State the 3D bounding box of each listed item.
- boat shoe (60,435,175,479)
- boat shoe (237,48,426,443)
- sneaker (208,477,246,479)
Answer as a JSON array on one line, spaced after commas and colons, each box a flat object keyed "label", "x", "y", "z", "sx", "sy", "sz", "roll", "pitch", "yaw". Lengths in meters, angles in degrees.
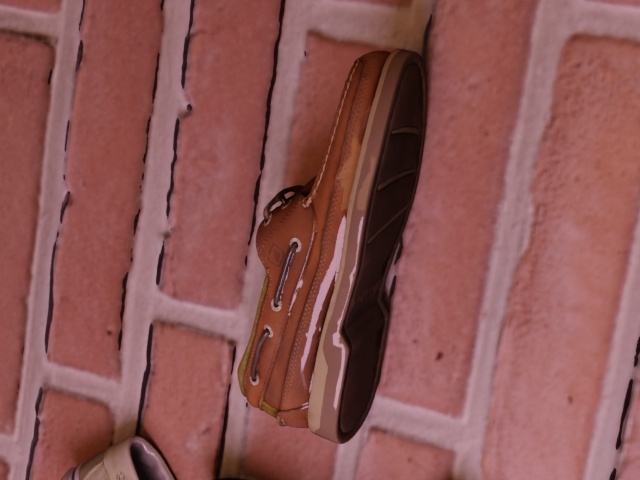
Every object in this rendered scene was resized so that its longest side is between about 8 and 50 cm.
[{"label": "boat shoe", "x": -0.115, "y": 0.300, "z": 1.238, "sx": 0.094, "sy": 0.109, "sz": 0.302, "roll": -41, "pitch": 77, "yaw": 23}, {"label": "boat shoe", "x": 0.000, "y": 0.000, "z": 1.132, "sx": 0.104, "sy": 0.111, "sz": 0.307, "roll": 18, "pitch": 105, "yaw": 22}, {"label": "sneaker", "x": -0.032, "y": 0.276, "z": 1.178, "sx": 0.235, "sy": 0.084, "sz": 0.097, "roll": 35, "pitch": 112, "yaw": 38}]
